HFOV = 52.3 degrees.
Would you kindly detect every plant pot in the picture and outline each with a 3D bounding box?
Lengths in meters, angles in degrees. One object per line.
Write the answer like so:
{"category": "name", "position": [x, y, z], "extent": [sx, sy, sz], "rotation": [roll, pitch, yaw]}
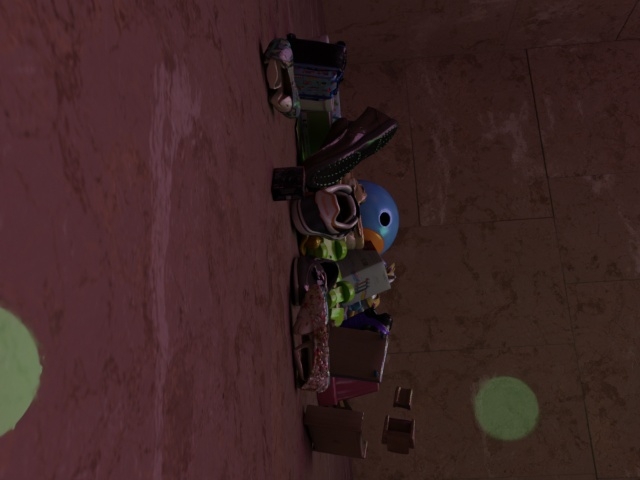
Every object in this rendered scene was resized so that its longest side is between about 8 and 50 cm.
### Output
{"category": "plant pot", "position": [0.082, 0.393, 1.965], "extent": [0.201, 0.180, 0.201], "rotation": [-4, 90, -85]}

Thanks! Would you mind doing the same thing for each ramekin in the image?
{"category": "ramekin", "position": [-0.025, -0.457, 1.796], "extent": [0.207, 0.109, 0.207], "rotation": [-4, 90, -86]}

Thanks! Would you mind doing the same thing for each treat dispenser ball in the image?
{"category": "treat dispenser ball", "position": [0.128, -0.068, 2.264], "extent": [0.288, 0.288, 0.288], "rotation": [-4, 90, -86]}

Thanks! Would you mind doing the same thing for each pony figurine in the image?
{"category": "pony figurine", "position": [0.150, 0.189, 2.437], "extent": [0.351, 0.302, 0.363], "rotation": [49, -57, 59]}

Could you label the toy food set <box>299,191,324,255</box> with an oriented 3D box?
{"category": "toy food set", "position": [-0.021, -0.060, 1.731], "extent": [0.128, 0.071, 0.218], "rotation": [81, 7, -51]}

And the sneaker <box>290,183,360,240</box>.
{"category": "sneaker", "position": [0.048, -0.070, 1.666], "extent": [0.321, 0.127, 0.126], "rotation": [-10, 82, -68]}

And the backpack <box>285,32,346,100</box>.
{"category": "backpack", "position": [-0.023, -0.390, 1.542], "extent": [0.173, 0.158, 0.117], "rotation": [109, -12, -70]}

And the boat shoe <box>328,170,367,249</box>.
{"category": "boat shoe", "position": [0.088, -0.138, 2.085], "extent": [0.121, 0.110, 0.341], "rotation": [146, -55, -78]}

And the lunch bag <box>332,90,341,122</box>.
{"category": "lunch bag", "position": [0.000, -0.434, 2.227], "extent": [0.151, 0.096, 0.129], "rotation": [138, -45, -57]}

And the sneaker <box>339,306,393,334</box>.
{"category": "sneaker", "position": [0.131, 0.284, 2.113], "extent": [0.102, 0.293, 0.146], "rotation": [48, 60, -22]}

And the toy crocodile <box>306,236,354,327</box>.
{"category": "toy crocodile", "position": [0.014, 0.092, 1.886], "extent": [0.115, 0.105, 0.341], "rotation": [-15, 97, -50]}

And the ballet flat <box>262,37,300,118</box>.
{"category": "ballet flat", "position": [-0.083, -0.309, 1.300], "extent": [0.188, 0.070, 0.070], "rotation": [79, 8, -45]}

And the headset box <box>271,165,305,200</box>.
{"category": "headset box", "position": [-0.062, -0.116, 1.295], "extent": [0.083, 0.062, 0.032], "rotation": [-88, 173, -49]}

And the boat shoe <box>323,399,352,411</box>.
{"category": "boat shoe", "position": [0.041, 0.518, 2.074], "extent": [0.095, 0.095, 0.257], "rotation": [-58, -162, 25]}

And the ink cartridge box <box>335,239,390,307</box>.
{"category": "ink cartridge box", "position": [0.117, 0.109, 2.121], "extent": [0.128, 0.176, 0.127], "rotation": [-115, -175, -52]}

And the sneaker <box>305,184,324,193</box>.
{"category": "sneaker", "position": [-0.010, -0.100, 1.955], "extent": [0.170, 0.089, 0.051], "rotation": [54, -33, -1]}

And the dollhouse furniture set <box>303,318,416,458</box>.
{"category": "dollhouse furniture set", "position": [0.110, 0.370, 1.651], "extent": [0.198, 0.286, 0.303], "rotation": [80, 19, -54]}

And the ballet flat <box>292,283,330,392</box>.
{"category": "ballet flat", "position": [-0.022, 0.218, 1.415], "extent": [0.091, 0.077, 0.241], "rotation": [4, -82, 62]}

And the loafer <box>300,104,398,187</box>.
{"category": "loafer", "position": [0.065, -0.275, 1.882], "extent": [0.130, 0.366, 0.134], "rotation": [46, -35, 14]}

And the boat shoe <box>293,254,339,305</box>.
{"category": "boat shoe", "position": [-0.008, 0.088, 1.602], "extent": [0.335, 0.095, 0.112], "rotation": [-56, 142, -83]}

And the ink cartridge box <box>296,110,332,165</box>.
{"category": "ink cartridge box", "position": [-0.010, -0.290, 1.919], "extent": [0.255, 0.097, 0.189], "rotation": [-87, 172, -62]}
